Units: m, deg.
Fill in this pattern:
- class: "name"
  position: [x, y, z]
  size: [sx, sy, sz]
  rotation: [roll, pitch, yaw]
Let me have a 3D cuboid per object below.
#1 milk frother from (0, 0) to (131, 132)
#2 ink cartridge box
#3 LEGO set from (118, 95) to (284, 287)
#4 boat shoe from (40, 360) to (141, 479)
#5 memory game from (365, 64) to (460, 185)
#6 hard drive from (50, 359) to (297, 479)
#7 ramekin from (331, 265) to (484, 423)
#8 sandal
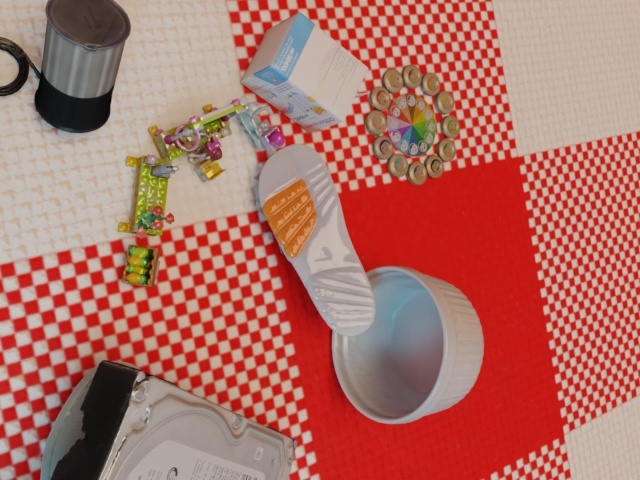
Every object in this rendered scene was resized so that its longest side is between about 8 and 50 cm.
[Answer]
- class: "milk frother"
  position: [-0.291, -0.200, 0.759]
  size: [0.143, 0.135, 0.129]
  rotation: [-16, 66, -34]
- class: "ink cartridge box"
  position: [-0.014, -0.216, 0.959]
  size: [0.143, 0.092, 0.090]
  rotation: [33, 72, -26]
- class: "LEGO set"
  position: [-0.156, -0.079, 0.856]
  size: [0.132, 0.107, 0.287]
  rotation: [47, 66, -22]
- class: "boat shoe"
  position: [-0.253, 0.284, 0.796]
  size: [0.114, 0.091, 0.303]
  rotation: [15, 81, -5]
- class: "memory game"
  position: [0.146, -0.180, 1.106]
  size: [0.186, 0.012, 0.186]
  rotation: [1, 88, -32]
- class: "hard drive"
  position: [-0.153, 0.291, 0.775]
  size: [0.339, 0.064, 0.237]
  rotation: [47, 57, -54]
- class: "ramekin"
  position: [0.123, 0.140, 0.973]
  size: [0.109, 0.207, 0.207]
  rotation: [7, 84, -41]
- class: "sandal"
  position: [-0.010, 0.005, 0.963]
  size: [0.101, 0.076, 0.266]
  rotation: [-21, 88, -9]
